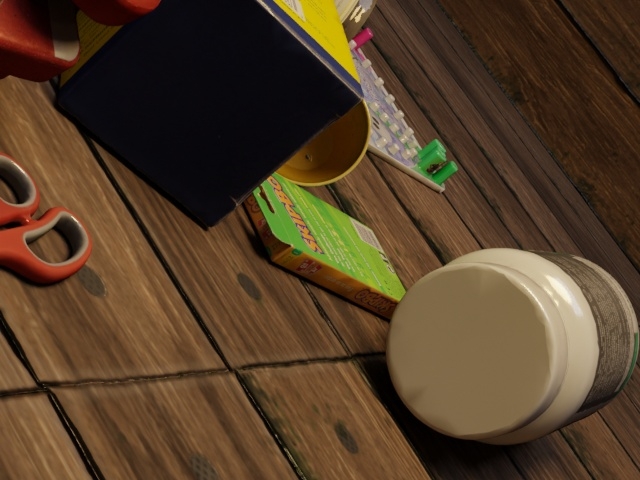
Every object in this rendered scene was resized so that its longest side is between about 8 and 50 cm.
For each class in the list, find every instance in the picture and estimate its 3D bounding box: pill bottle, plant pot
[{"bbox_3d":[0.213,0.110,1.381,0.204,0.204,0.361,56,18,15],"label":"pill bottle"},{"bbox_3d":[-0.015,-0.118,1.436,0.134,0.134,0.095,52,-8,3],"label":"plant pot"}]

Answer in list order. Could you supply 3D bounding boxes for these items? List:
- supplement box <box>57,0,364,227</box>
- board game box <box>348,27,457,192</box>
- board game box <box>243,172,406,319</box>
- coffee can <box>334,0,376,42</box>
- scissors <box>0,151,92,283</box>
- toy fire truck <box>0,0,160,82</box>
[{"bbox_3d":[-0.113,-0.217,1.249,0.195,0.194,0.356,40,21,-29],"label":"supplement box"},{"bbox_3d":[0.027,-0.280,1.947,0.390,0.050,0.390,25,31,-53],"label":"board game box"},{"bbox_3d":[0.000,0.000,1.358,0.259,0.039,0.124,32,25,-51],"label":"board game box"},{"bbox_3d":[-0.090,-0.342,1.537,0.275,0.201,0.201,42,20,-26],"label":"coffee can"},{"bbox_3d":[-0.227,0.006,0.821,0.109,0.021,0.297,51,16,-5],"label":"scissors"},{"bbox_3d":[-0.262,-0.264,0.926,0.254,0.169,0.302,11,66,-58],"label":"toy fire truck"}]
